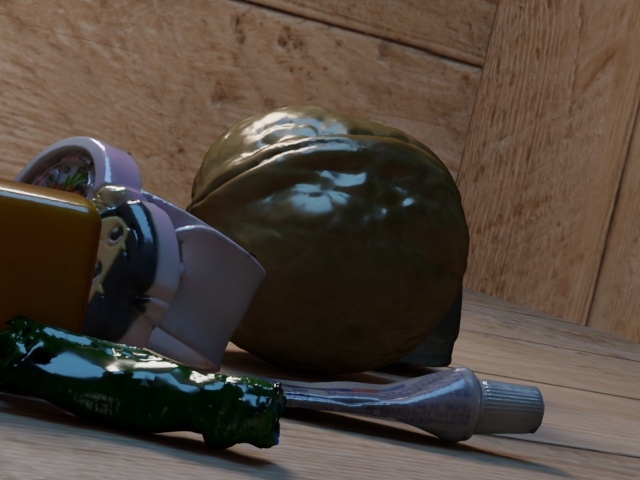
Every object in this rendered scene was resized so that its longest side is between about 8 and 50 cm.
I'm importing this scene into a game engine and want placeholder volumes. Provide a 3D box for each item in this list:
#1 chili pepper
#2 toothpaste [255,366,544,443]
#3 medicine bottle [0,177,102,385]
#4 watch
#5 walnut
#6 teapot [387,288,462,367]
[{"bbox_3d":[-0.136,0.104,1.395,0.224,0.061,0.098,11,13,-1],"label":"chili pepper"},{"bbox_3d":[0.053,0.139,1.693,0.282,0.068,0.099,3,-26,-9],"label":"toothpaste"},{"bbox_3d":[-0.287,0.020,1.455,0.222,0.149,0.112,12,2,-19],"label":"medicine bottle"},{"bbox_3d":[-0.162,0.045,1.738,0.244,0.196,0.231,18,-16,44],"label":"watch"},{"bbox_3d":[0.001,-0.001,1.994,0.313,0.277,0.252,14,-16,-35],"label":"walnut"},{"bbox_3d":[0.027,0.008,2.284,0.321,0.239,0.239,14,1,43],"label":"teapot"}]
